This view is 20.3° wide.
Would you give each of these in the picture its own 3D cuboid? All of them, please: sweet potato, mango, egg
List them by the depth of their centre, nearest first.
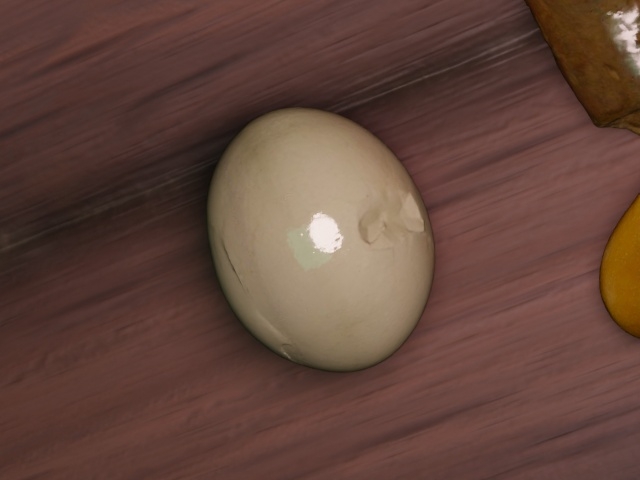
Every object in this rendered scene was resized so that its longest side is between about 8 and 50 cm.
[{"bbox_3d":[0.268,-0.238,1.668,0.158,0.158,0.370,-31,103,16],"label":"sweet potato"},{"bbox_3d":[0.345,-0.006,1.719,0.136,0.099,0.227,5,116,-19],"label":"mango"},{"bbox_3d":[0.000,0.000,1.743,0.219,0.219,0.269,-29,97,16],"label":"egg"}]
